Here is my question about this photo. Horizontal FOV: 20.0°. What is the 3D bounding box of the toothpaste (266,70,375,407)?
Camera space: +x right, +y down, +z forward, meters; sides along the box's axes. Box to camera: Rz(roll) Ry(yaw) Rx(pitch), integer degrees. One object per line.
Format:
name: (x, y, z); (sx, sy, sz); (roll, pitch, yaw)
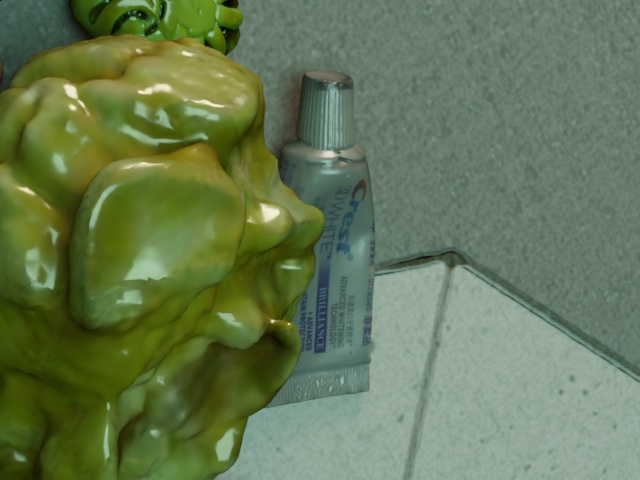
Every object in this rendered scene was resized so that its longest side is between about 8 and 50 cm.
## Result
toothpaste: (-0.002, 0.000, 1.507); (0.099, 0.068, 0.282); (2, 104, 0)

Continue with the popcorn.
popcorn: (-0.150, 0.021, 1.294); (0.292, 0.293, 0.334); (-24, 117, -29)

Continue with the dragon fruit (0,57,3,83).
dragon fruit: (-0.341, -0.113, 1.252); (0.218, 0.272, 0.198); (49, 33, -23)

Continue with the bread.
bread: (-0.123, -0.186, 1.410); (0.130, 0.071, 0.139); (-34, 111, -24)
